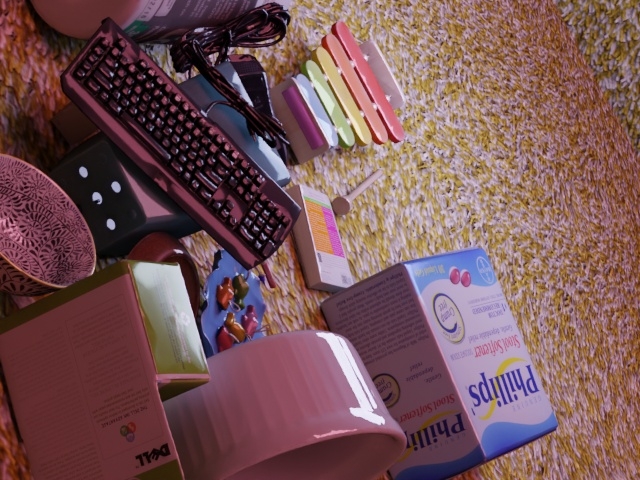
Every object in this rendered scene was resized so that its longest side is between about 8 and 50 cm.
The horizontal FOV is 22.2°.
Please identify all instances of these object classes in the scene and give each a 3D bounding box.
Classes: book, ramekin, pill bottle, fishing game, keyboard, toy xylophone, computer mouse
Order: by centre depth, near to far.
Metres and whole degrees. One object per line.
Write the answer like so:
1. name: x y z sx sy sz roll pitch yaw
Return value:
1. ramekin: -0.058 0.210 1.759 0.277 0.277 0.135 14 48 -54
2. keyboard: -0.136 -0.130 1.836 0.317 0.033 0.201 45 47 -19
3. fishing game: -0.094 0.093 1.952 0.264 0.041 0.189 -74 152 -45
4. pill bottle: -0.191 -0.349 2.056 0.361 0.204 0.204 -8 74 -59
5. computer mouse: -0.112 -0.163 2.086 0.188 0.072 0.272 -26 122 -34
6. book: 0.000 0.000 2.257 0.096 0.035 0.144 15 55 -57
7. toy xylophone: 0.033 -0.180 2.403 0.236 0.081 0.323 57 30 -11

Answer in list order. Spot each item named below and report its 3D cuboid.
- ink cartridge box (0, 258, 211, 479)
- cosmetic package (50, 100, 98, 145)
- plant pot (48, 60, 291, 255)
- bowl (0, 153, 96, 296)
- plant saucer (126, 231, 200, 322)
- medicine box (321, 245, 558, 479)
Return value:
1. ink cartridge box: -0.205 0.171 1.631 0.097 0.188 0.255 5 64 -59
2. cosmetic package: -0.266 -0.162 1.933 0.041 0.060 0.115 55 32 -14
3. plant pot: -0.189 -0.078 1.895 0.234 0.165 0.166 -31 94 -54
4. bowl: -0.321 0.000 1.678 0.170 0.080 0.170 37 29 -25
5. plant saucer: -0.179 0.075 1.824 0.168 0.029 0.168 -31 125 -58
6. medicine box: 0.171 0.176 2.269 0.263 0.149 0.289 -9 74 -60
